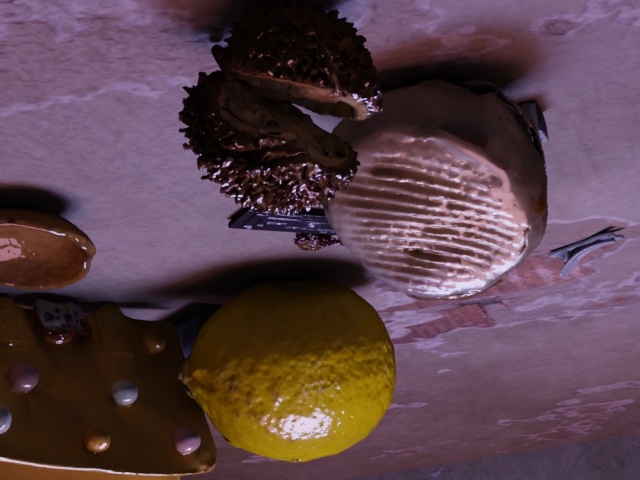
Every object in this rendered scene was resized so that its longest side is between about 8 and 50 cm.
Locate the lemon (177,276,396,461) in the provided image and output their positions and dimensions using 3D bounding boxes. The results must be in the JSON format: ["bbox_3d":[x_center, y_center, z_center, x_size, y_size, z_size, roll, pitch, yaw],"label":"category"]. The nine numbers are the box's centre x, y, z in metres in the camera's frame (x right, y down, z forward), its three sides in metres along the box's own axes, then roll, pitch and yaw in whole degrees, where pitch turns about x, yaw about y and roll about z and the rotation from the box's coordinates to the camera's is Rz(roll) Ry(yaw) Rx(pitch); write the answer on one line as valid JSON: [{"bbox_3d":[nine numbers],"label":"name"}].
[{"bbox_3d":[-0.040,0.174,2.075,0.310,0.253,0.253,-3,162,-20],"label":"lemon"}]

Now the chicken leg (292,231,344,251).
[{"bbox_3d":[-0.002,0.001,1.923,0.083,0.021,0.036,10,147,-43],"label":"chicken leg"}]

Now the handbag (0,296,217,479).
[{"bbox_3d":[-0.343,0.198,2.012,0.401,0.283,0.133,13,132,-36],"label":"handbag"}]

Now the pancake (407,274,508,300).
[{"bbox_3d":[0.191,0.059,2.166,0.151,0.025,0.151,-5,163,-1],"label":"pancake"}]

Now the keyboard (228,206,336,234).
[{"bbox_3d":[-0.009,-0.023,1.861,0.204,0.013,0.061,4,159,-28],"label":"keyboard"}]

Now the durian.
[{"bbox_3d":[-0.041,-0.122,1.308,0.196,0.196,0.167,-16,150,29],"label":"durian"}]

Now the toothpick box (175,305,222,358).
[{"bbox_3d":[-0.183,0.163,2.237,0.101,0.101,0.153,7,158,-37],"label":"toothpick box"}]

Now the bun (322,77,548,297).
[{"bbox_3d":[0.117,-0.063,1.532,0.239,0.141,0.239,6,131,7],"label":"bun"}]

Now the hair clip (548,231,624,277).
[{"bbox_3d":[0.363,0.017,2.076,0.030,0.039,0.115,1,159,-39],"label":"hair clip"}]

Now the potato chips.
[{"bbox_3d":[-0.362,0.001,1.732,0.208,0.062,0.195,-13,156,23],"label":"potato chips"}]

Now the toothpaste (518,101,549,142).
[{"bbox_3d":[0.155,-0.109,1.613,0.164,0.034,0.046,-11,165,15],"label":"toothpaste"}]
